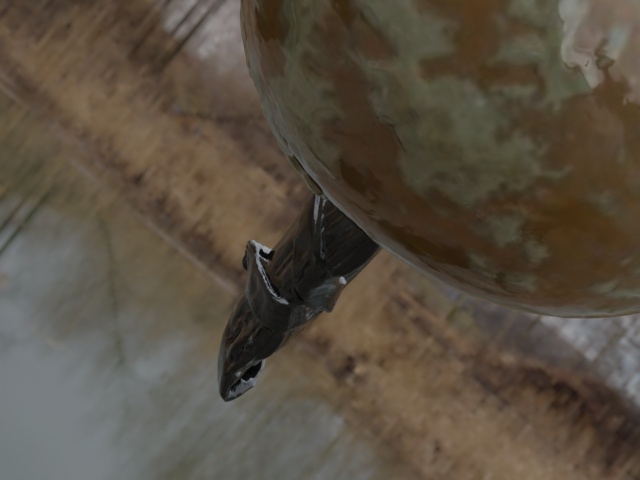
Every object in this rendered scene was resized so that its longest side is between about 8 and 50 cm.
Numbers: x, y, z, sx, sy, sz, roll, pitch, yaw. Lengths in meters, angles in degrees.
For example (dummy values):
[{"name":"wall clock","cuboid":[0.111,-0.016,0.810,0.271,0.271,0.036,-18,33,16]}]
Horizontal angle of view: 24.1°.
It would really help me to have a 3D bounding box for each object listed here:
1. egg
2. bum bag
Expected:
[{"name":"egg","cuboid":[0.077,-0.077,0.575,0.245,0.203,0.203,49,0,-3]},{"name":"bum bag","cuboid":[0.000,0.000,1.183,0.079,0.326,0.142,30,38,-19]}]
